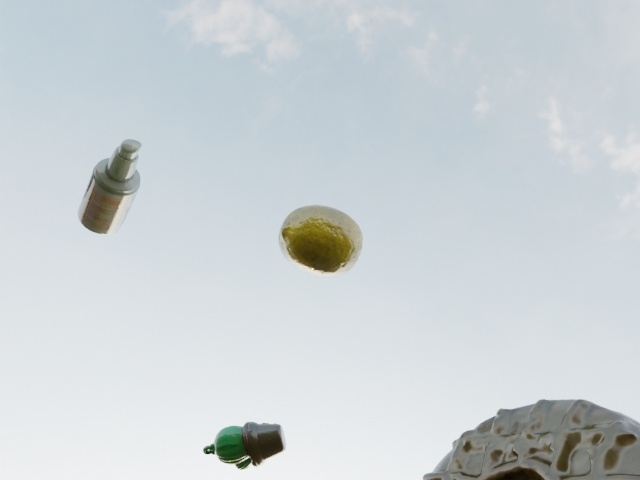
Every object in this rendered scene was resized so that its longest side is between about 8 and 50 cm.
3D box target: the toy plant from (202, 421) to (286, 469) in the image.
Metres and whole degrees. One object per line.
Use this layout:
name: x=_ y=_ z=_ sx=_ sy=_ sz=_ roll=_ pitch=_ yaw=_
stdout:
toy plant: x=-0.188 y=0.514 z=1.333 sx=0.201 sy=0.105 sz=0.142 roll=-12 pitch=-51 yaw=1

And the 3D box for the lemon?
lemon: x=0.000 y=0.000 z=1.207 sx=0.207 sy=0.170 sz=0.170 roll=18 pitch=-66 yaw=-22

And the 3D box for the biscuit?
biscuit: x=0.206 y=0.305 z=0.535 sx=0.103 sy=0.332 sz=0.332 roll=44 pitch=-70 yaw=-10

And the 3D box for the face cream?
face cream: x=-0.441 y=-0.121 z=1.145 sx=0.101 sy=0.101 sz=0.251 roll=34 pitch=-49 yaw=-9
